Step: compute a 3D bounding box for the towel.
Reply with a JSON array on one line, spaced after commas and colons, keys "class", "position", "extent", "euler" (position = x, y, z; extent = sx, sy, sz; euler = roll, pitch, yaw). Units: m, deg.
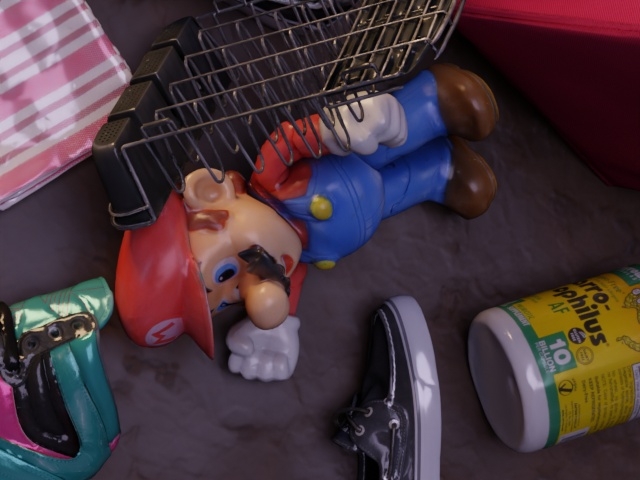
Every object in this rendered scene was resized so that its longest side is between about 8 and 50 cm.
[{"class": "towel", "position": [-0.233, -0.139, 1.373], "extent": [0.144, 0.029, 0.197], "euler": [-33, 101, -4]}]

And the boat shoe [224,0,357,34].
[{"class": "boat shoe", "position": [-0.108, -0.242, 1.392], "extent": [0.306, 0.105, 0.113], "euler": [27, 80, -12]}]

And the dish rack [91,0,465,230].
[{"class": "dish rack", "position": [-0.021, -0.116, 1.299], "extent": [0.271, 0.208, 0.074], "euler": [-13, 122, 25]}]

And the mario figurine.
[{"class": "mario figurine", "position": [0.000, 0.000, 1.373], "extent": [0.320, 0.170, 0.198], "euler": [-28, 105, -19]}]

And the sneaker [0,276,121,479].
[{"class": "sneaker", "position": [-0.239, 0.063, 1.330], "extent": [0.178, 0.124, 0.295], "euler": [-35, 104, -9]}]

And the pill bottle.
[{"class": "pill bottle", "position": [0.231, 0.084, 1.461], "extent": [0.208, 0.117, 0.117], "euler": [-15, 91, -15]}]

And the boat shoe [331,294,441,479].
[{"class": "boat shoe", "position": [0.046, 0.157, 1.434], "extent": [0.076, 0.080, 0.228], "euler": [-3, 95, -17]}]

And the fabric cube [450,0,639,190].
[{"class": "fabric cube", "position": [0.291, -0.189, 1.382], "extent": [0.254, 0.258, 0.259], "euler": [40, 78, -32]}]
